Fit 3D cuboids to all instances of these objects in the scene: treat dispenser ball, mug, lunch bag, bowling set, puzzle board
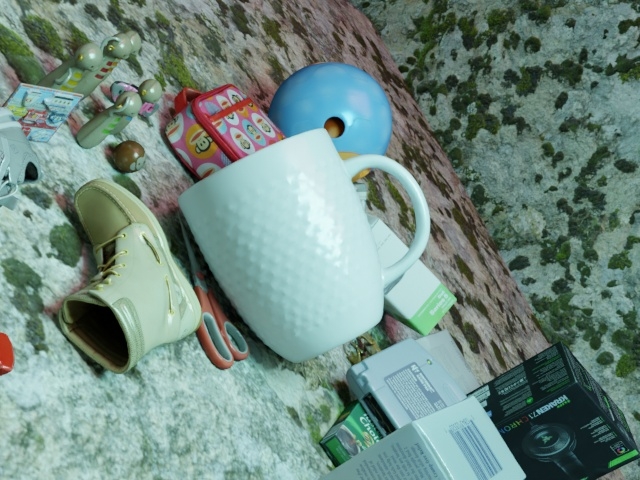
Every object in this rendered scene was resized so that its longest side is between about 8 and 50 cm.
[{"bbox_3d":[0.021,-0.267,1.980,0.288,0.288,0.288,44,23,-25],"label":"treat dispenser ball"},{"bbox_3d":[0.000,0.000,1.430,0.276,0.374,0.328,-40,104,-89],"label":"mug"},{"bbox_3d":[-0.183,-0.201,1.702,0.258,0.120,0.293,48,20,-6],"label":"lunch bag"},{"bbox_3d":[-0.317,-0.227,1.388,0.200,0.154,0.287,49,22,-15],"label":"bowling set"},{"bbox_3d":[-0.402,-0.176,1.213,0.011,0.096,0.128,50,19,14],"label":"puzzle board"}]

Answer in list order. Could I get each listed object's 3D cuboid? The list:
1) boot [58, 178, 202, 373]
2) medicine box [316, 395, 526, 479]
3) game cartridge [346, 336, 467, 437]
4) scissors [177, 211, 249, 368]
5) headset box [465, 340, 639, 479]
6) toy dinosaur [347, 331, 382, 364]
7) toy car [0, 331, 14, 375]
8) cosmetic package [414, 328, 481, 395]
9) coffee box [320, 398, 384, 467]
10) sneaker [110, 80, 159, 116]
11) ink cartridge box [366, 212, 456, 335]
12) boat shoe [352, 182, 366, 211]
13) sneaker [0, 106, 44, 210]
[{"bbox_3d":[-0.284,0.041,1.149,0.262,0.095,0.203,59,22,0],"label":"boot"},{"bbox_3d":[0.103,0.363,1.206,0.149,0.289,0.263,59,21,16],"label":"medicine box"},{"bbox_3d":[0.195,0.323,1.562,0.196,0.060,0.294,-19,67,-40],"label":"game cartridge"},{"bbox_3d":[-0.196,0.072,1.382,0.109,0.021,0.297,6,53,-61],"label":"scissors"},{"bbox_3d":[0.476,0.386,1.767,0.283,0.246,0.131,47,22,-25],"label":"headset box"},{"bbox_3d":[0.117,0.249,1.723,0.112,0.064,0.211,21,40,-57],"label":"toy dinosaur"},{"bbox_3d":[-0.436,0.069,0.835,0.225,0.053,0.239,56,20,5],"label":"toy car"},{"bbox_3d":[0.293,0.385,1.846,0.377,0.097,0.284,60,24,13],"label":"cosmetic package"},{"bbox_3d":[0.071,0.352,1.499,0.113,0.040,0.184,55,21,3],"label":"coffee box"},{"bbox_3d":[-0.343,-0.265,1.554,0.057,0.047,0.119,56,13,23],"label":"sneaker"},{"bbox_3d":[0.136,0.061,1.872,0.273,0.115,0.198,45,-7,-23],"label":"ink cartridge box"},{"bbox_3d":[-0.004,-0.041,1.674,0.118,0.320,0.103,-4,86,-28],"label":"boat shoe"},{"bbox_3d":[-0.411,-0.081,1.038,0.115,0.105,0.281,50,21,-13],"label":"sneaker"}]
